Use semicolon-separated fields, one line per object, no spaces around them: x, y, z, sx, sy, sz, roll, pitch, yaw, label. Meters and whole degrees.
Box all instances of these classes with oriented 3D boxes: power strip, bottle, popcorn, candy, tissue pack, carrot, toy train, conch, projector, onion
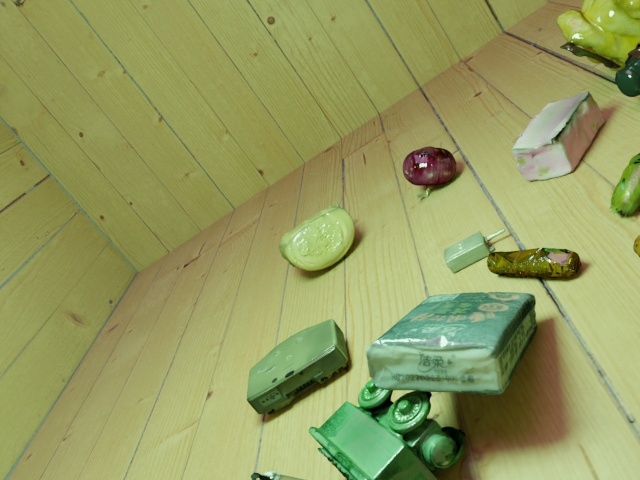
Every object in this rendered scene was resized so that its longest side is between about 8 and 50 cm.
0.388;0.018;1.596;0.175;0.042;0.075;-30;19;18;power strip
0.920;-0.478;1.692;0.271;0.143;0.156;-35;58;-4;bottle
0.889;-0.652;1.872;0.381;0.349;0.349;-34;19;-4;popcorn
0.652;-0.290;1.741;0.155;0.116;0.265;-11;32;53;candy
0.250;0.174;1.154;0.228;0.103;0.315;-6;9;30;tissue pack
0.457;0.049;1.380;0.069;0.069;0.228;-46;20;-24;carrot
0.121;0.353;1.122;0.202;0.145;0.266;-44;20;-13;toy train
0.690;-0.128;1.377;0.201;0.079;0.095;-48;2;-7;conch
-0.057;0.316;1.606;0.269;0.088;0.193;-33;18;9;projector
0.361;-0.240;2.094;0.177;0.153;0.177;-30;9;5;onion

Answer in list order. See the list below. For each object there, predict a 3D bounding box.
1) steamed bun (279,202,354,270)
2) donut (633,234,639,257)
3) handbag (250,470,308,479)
0.000;0.000;2.143;0.273;0.166;0.232;-35;6;-11;steamed bun
0.637;0.015;1.167;0.097;0.043;0.108;-45;22;-25;donut
-0.015;0.445;0.928;0.302;0.283;0.149;-12;33;51;handbag
